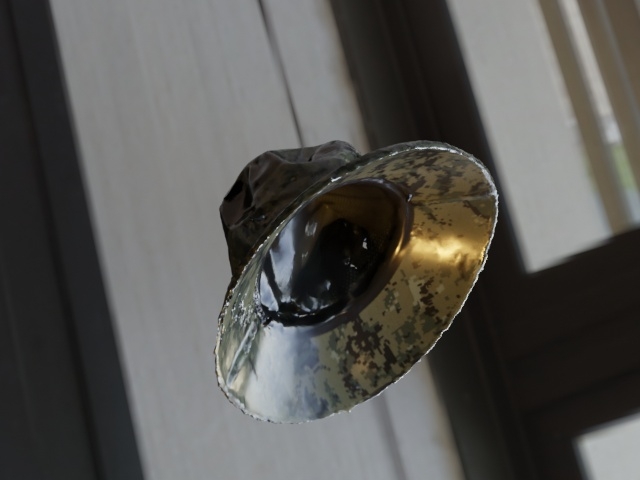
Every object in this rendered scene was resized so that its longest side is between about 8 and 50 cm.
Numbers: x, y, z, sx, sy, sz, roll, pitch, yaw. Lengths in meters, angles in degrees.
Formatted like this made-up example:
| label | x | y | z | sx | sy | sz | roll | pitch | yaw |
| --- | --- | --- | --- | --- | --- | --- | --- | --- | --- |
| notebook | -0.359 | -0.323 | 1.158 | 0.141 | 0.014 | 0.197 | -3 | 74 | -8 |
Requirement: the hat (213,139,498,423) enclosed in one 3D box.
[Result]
| label | x | y | z | sx | sy | sz | roll | pitch | yaw |
| --- | --- | --- | --- | --- | --- | --- | --- | --- | --- |
| hat | 0.000 | 0.000 | 1.293 | 0.265 | 0.128 | 0.265 | -24 | 141 | -22 |
